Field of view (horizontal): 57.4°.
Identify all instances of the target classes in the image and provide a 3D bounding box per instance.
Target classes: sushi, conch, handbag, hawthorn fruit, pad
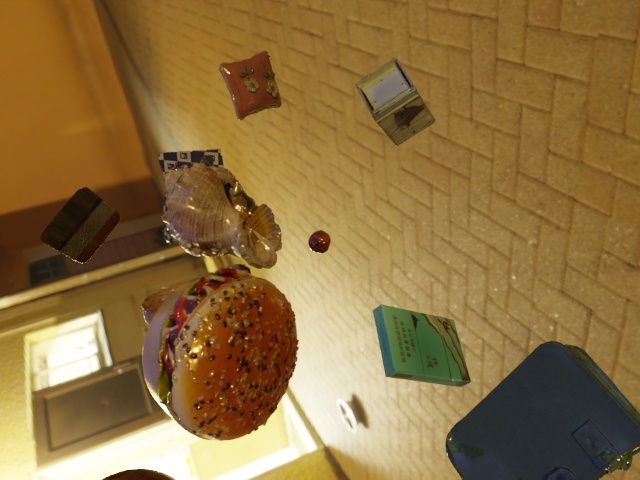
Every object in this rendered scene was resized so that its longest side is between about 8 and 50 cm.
[{"bbox_3d":[-0.370,-0.186,1.756,0.040,0.192,0.210,-86,-8,-54],"label":"sushi"},{"bbox_3d":[-0.166,-0.040,1.013,0.245,0.178,0.163,38,144,6],"label":"conch"},{"bbox_3d":[0.397,0.360,1.058,0.326,0.089,0.238,-50,45,19],"label":"handbag"},{"bbox_3d":[-0.002,0.002,1.801,0.077,0.077,0.077,163,90,-72],"label":"hawthorn fruit"},{"bbox_3d":[-0.617,0.043,1.448,0.250,0.055,0.323,78,-152,-74],"label":"pad"}]

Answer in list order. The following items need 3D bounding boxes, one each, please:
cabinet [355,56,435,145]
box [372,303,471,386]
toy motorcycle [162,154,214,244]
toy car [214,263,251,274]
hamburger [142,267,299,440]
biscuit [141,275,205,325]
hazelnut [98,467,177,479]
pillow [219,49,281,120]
[{"bbox_3d":[0.228,-0.410,1.753,0.206,0.145,0.150,28,-145,-62],"label":"cabinet"},{"bbox_3d":[0.229,0.238,1.316,0.041,0.229,0.162,-43,43,41],"label":"box"},{"bbox_3d":[-0.315,-0.086,1.378,0.239,0.108,0.204,141,143,-72],"label":"toy motorcycle"},{"bbox_3d":[-0.276,0.211,1.925,0.101,0.124,0.257,33,-133,-66],"label":"toy car"},{"bbox_3d":[-0.160,0.197,1.006,0.176,0.300,0.300,7,116,42],"label":"hamburger"},{"bbox_3d":[-0.390,0.193,1.781,0.296,0.296,0.102,-156,53,-66],"label":"biscuit"},{"bbox_3d":[-0.530,0.821,1.590,0.359,0.409,0.359,53,168,17],"label":"hazelnut"},{"bbox_3d":[-0.195,-0.453,1.701,0.075,0.179,0.171,0,114,49],"label":"pillow"}]
